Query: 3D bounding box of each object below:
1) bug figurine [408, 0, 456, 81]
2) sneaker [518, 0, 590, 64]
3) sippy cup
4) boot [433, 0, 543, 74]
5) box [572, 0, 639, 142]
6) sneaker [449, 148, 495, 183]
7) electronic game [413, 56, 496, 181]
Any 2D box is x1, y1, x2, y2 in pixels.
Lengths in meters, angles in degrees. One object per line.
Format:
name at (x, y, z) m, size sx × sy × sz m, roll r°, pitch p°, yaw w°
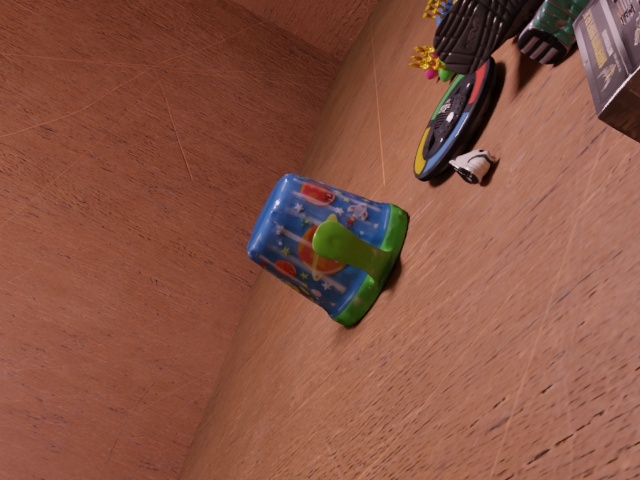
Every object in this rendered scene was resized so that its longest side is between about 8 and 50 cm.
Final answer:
bug figurine at (0.264, -0.423, 1.602) m, size 0.279 × 0.072 × 0.216 m, roll -124°, pitch 55°, yaw -74°
sneaker at (0.315, -0.305, 0.968) m, size 0.098 × 0.083 × 0.223 m, roll -61°, pitch 7°, yaw -19°
sippy cup at (0.000, 0.000, 1.408) m, size 0.305 × 0.224 × 0.240 m, roll -53°, pitch 13°, yaw 51°
boot at (0.297, -0.394, 1.114) m, size 0.222 × 0.118 × 0.338 m, roll -42°, pitch -2°, yaw -44°
box at (0.325, -0.222, 0.753) m, size 0.183 × 0.056 × 0.231 m, roll -58°, pitch 10°, yaw 35°
sneaker at (0.214, -0.106, 1.124) m, size 0.044 × 0.040 × 0.109 m, roll -47°, pitch 14°, yaw 1°
electronic game at (0.217, -0.200, 1.316) m, size 0.229 × 0.048 × 0.229 m, roll -61°, pitch 9°, yaw 16°
